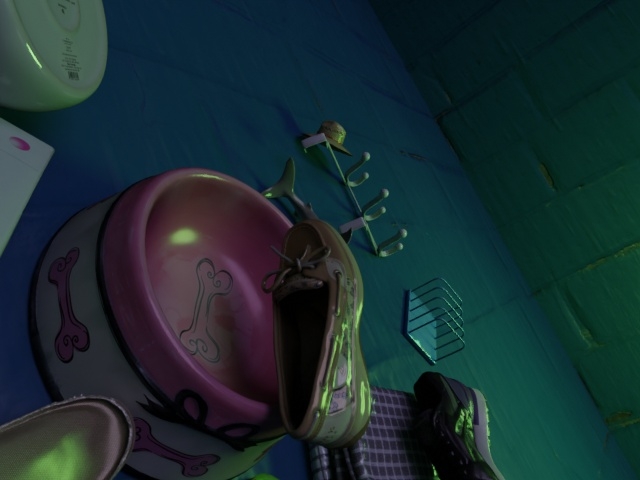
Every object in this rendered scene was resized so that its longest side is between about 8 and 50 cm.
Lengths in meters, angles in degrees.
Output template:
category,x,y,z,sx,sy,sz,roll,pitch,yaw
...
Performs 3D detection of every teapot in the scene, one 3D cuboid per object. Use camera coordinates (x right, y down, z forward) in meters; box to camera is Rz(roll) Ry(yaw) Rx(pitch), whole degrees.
category,x,y,z,sx,sy,sz,roll,pitch,yaw
teapot,-0.371,-0.259,0.578,0.256,0.186,0.253,78,10,-58

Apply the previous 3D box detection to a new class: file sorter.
category,x,y,z,sx,sy,sz,roll,pitch,yaw
file sorter,0.283,0.191,1.274,0.118,0.104,0.170,48,29,-18

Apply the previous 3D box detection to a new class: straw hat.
category,x,y,z,sx,sy,sz,roll,pitch,yaw
straw hat,0.028,-0.265,1.300,0.144,0.061,0.144,23,6,-3

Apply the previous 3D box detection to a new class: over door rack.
category,x,y,z,sx,sy,sz,roll,pitch,yaw
over door rack,0.099,-0.101,1.217,0.324,0.108,0.240,25,39,-65

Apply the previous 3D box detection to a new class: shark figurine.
category,x,y,z,sx,sy,sz,roll,pitch,yaw
shark figurine,0.002,-0.020,1.038,0.166,0.116,0.279,9,56,-56

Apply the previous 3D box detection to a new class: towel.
category,x,y,z,sx,sy,sz,roll,pitch,yaw
towel,0.112,0.355,0.818,0.283,0.121,0.235,28,38,-42

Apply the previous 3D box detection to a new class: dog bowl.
category,x,y,z,sx,sy,sz,roll,pitch,yaw
dog bowl,-0.134,0.085,0.674,0.408,0.150,0.408,38,33,-31

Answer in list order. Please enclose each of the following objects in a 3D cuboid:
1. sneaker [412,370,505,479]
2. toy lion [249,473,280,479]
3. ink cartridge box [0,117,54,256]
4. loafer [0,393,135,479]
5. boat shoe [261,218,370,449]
category,x,y,z,sx,sy,sz,roll,pitch,yaw
sneaker,0.188,0.321,0.776,0.124,0.107,0.283,31,28,-15
toy lion,-0.079,0.332,0.638,0.096,0.034,0.100,39,32,-16
ink cartridge box,-0.407,-0.069,0.390,0.330,0.071,0.324,33,24,-31
loafer,-0.251,0.199,0.393,0.268,0.092,0.102,-23,84,-50
boat shoe,-0.009,0.086,0.601,0.089,0.104,0.286,30,38,-45
